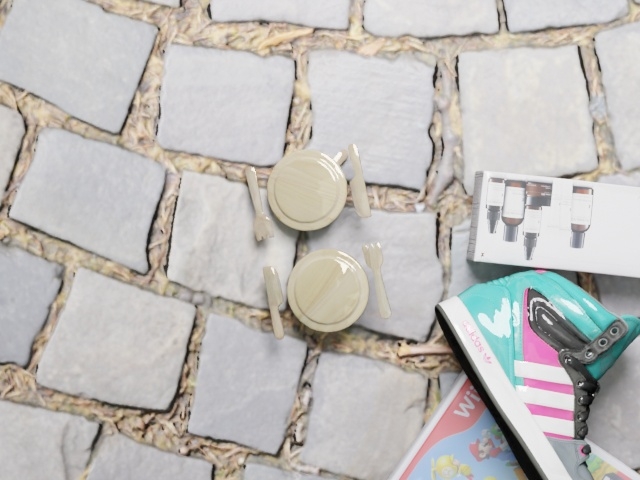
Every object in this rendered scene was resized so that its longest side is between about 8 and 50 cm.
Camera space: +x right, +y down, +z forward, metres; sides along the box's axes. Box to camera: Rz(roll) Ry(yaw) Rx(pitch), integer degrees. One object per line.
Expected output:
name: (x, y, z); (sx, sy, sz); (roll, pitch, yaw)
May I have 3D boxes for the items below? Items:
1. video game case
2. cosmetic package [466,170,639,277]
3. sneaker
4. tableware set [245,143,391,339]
video game case: (0.222, 0.292, 1.296); (0.285, 0.025, 0.204); (34, 91, -3)
cosmetic package: (0.280, -0.014, 1.266); (0.239, 0.060, 0.099); (5, 93, -2)
sneaker: (0.265, 0.152, 1.232); (0.178, 0.124, 0.296); (-30, 87, -4)
tableware set: (0.000, 0.000, 1.268); (0.128, 0.039, 0.194); (-11, 87, 10)
